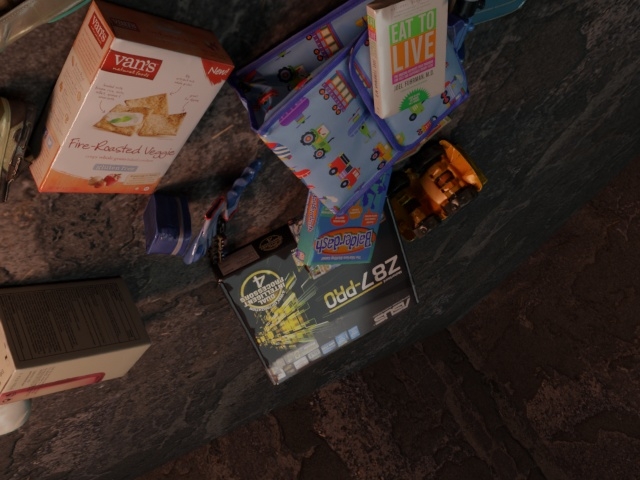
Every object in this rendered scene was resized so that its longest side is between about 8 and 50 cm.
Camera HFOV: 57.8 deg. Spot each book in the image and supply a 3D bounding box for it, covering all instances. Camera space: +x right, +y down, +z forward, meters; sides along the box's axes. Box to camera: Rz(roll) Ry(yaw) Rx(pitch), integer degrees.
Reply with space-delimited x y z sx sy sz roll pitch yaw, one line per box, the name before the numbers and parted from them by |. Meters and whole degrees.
book | 0.104 -0.229 0.700 0.096 0.035 0.144 -27 139 -13

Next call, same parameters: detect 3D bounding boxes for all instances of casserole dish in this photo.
casserole dish | 0.262 -0.380 0.885 0.189 0.037 0.114 -24 157 -20

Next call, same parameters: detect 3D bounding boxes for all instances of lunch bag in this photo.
lunch bag | 0.065 -0.208 0.791 0.293 0.138 0.221 -36 140 9
lunch bag | -0.236 -0.026 0.910 0.065 0.098 0.067 7 142 -30

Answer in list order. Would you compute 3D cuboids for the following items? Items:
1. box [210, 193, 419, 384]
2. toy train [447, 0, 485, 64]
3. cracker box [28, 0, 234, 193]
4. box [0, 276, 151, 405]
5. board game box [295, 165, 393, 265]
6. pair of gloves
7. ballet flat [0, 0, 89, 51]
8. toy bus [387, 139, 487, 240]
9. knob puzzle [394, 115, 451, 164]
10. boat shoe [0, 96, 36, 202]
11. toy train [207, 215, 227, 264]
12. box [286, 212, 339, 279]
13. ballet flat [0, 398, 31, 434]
box | 0.001 0.096 1.277 0.395 0.097 0.318 -27 124 -11
toy train | 0.165 -0.301 0.834 0.105 0.080 0.184 4 146 -7
cracker box | -0.229 -0.153 0.687 0.156 0.067 0.232 -5 145 -49
box | -0.435 0.163 0.976 0.233 0.148 0.127 -2 144 -50
board game box | 0.046 -0.059 1.100 0.160 0.047 0.210 -2 111 -38
pair of gloves | -0.156 -0.045 0.941 0.198 0.023 0.159 -59 -177 -34
ballet flat | -0.269 -0.214 0.503 0.213 0.072 0.068 -32 154 4
toy bus | 0.266 -0.119 1.331 0.220 0.149 0.211 -41 172 27
knob puzzle | 0.159 -0.194 1.152 0.213 0.030 0.213 -27 158 -12
boat shoe | -0.353 -0.096 0.660 0.049 0.056 0.152 -6 147 -37
toy train | -0.196 0.000 1.108 0.036 0.027 0.158 -33 160 -25
box | 0.000 0.000 1.158 0.094 0.027 0.136 -28 121 -9
ballet flat | -0.723 0.331 1.022 0.401 0.139 0.139 -16 153 -43
